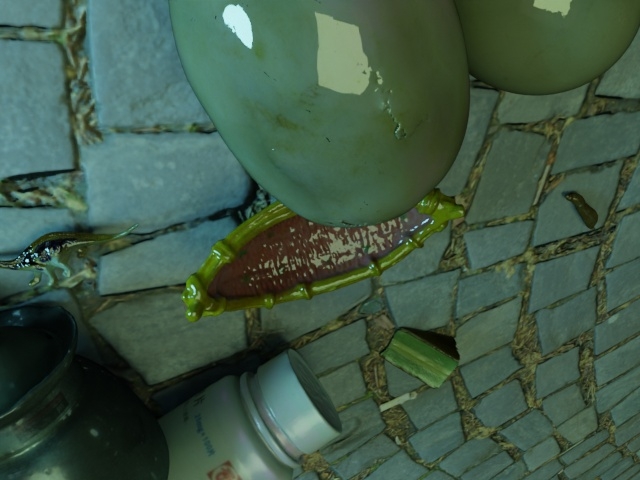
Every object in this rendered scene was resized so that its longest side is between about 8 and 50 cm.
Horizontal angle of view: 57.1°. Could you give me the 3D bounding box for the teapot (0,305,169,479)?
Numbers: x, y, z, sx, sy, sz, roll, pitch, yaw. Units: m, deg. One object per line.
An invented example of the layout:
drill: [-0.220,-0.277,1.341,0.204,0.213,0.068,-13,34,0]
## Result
teapot: [-0.335,0.212,0.604,0.305,0.223,0.285,-34,128,-30]

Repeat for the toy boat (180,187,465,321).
toy boat: [-0.001,0.005,0.649,0.318,0.099,0.140,-20,125,-12]

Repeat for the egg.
egg: [0.204,-0.234,0.556,0.242,0.186,0.185,11,120,-44]

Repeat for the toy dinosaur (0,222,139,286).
toy dinosaur: [-0.273,0.018,0.613,0.181,0.037,0.058,-19,136,-11]

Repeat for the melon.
melon: [0.009,-0.146,0.499,0.223,0.223,0.316,-32,132,-1]

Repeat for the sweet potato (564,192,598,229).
sweet potato: [0.411,-0.048,0.916,0.026,0.026,0.115,-45,129,11]

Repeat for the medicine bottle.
medicine bottle: [-0.127,0.283,0.803,0.293,0.170,0.170,-33,133,1]

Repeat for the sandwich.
sandwich: [0.162,0.179,0.980,0.117,0.074,0.074,31,112,-6]
